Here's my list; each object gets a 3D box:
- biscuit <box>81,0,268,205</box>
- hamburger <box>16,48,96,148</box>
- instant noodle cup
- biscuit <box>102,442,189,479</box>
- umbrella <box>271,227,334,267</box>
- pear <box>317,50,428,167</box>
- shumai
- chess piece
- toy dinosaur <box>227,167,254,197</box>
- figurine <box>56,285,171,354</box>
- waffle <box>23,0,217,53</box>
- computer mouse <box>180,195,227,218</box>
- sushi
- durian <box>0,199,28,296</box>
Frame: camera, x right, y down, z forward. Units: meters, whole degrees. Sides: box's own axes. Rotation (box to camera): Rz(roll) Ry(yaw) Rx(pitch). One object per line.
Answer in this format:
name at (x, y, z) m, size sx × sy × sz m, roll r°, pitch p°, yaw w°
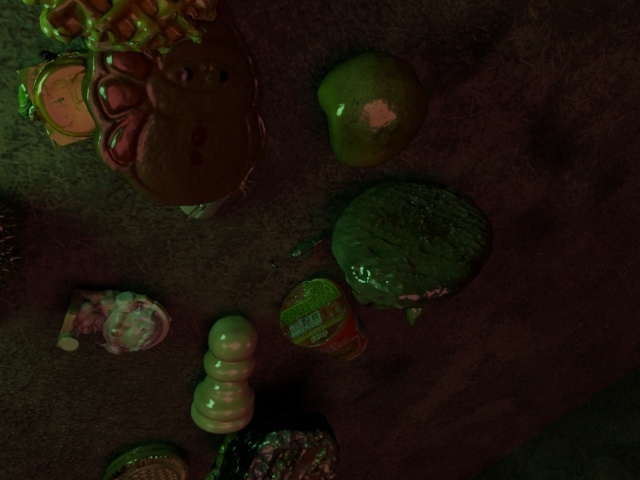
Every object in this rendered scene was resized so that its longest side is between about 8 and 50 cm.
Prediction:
biscuit at (-0.238, -0.248, 0.931) m, size 0.359 × 0.074 × 0.380 m, roll -8°, pitch 117°, yaw -44°
hamburger at (-0.416, -0.250, 0.892) m, size 0.190 × 0.093 × 0.163 m, roll -11°, pitch 123°, yaw -20°
instant noodle cup at (0.026, 0.223, 1.369) m, size 0.193 × 0.193 × 0.212 m, roll -39°, pitch 139°, yaw 4°
biscuit at (-0.497, 0.678, 1.481) m, size 0.260 × 0.079 × 0.259 m, roll -12°, pitch 126°, yaw -17°
umbrella at (0.002, 0.005, 1.289) m, size 0.269 × 0.044 × 0.044 m, roll -28°, pitch 159°, yaw -5°
pear at (0.111, -0.265, 1.061) m, size 0.212 × 0.188 × 0.228 m, roll -17°, pitch 128°, yaw 1°
shumai at (0.201, 0.059, 1.256) m, size 0.397 × 0.324 × 0.323 m, roll -38°, pitch 155°, yaw -32°
chess piece at (-0.240, 0.330, 1.337) m, size 0.167 × 0.167 × 0.299 m, roll -1°, pitch 115°, yaw -24°
toy dinosaur at (-0.162, -0.126, 1.131) m, size 0.113 × 0.026 × 0.041 m, roll -40°, pitch 112°, yaw 16°
figurine at (-0.441, 0.182, 1.137) m, size 0.237 × 0.141 × 0.162 m, roll 17°, pitch 118°, yaw -33°
waffle at (-0.297, -0.432, 0.766) m, size 0.325 × 0.068 × 0.301 m, roll -7°, pitch 95°, yaw -32°
computer mouse at (-0.235, -0.113, 1.093) m, size 0.089 × 0.056 × 0.181 m, roll 24°, pitch 109°, yaw -30°
sushi at (-0.147, 0.612, 1.493) m, size 0.328 × 0.285 × 0.328 m, roll 14°, pitch 93°, yaw -37°
durian at (-0.664, 0.021, 0.874) m, size 0.225 × 0.291 × 0.291 m, roll -4°, pitch 136°, yaw 29°
